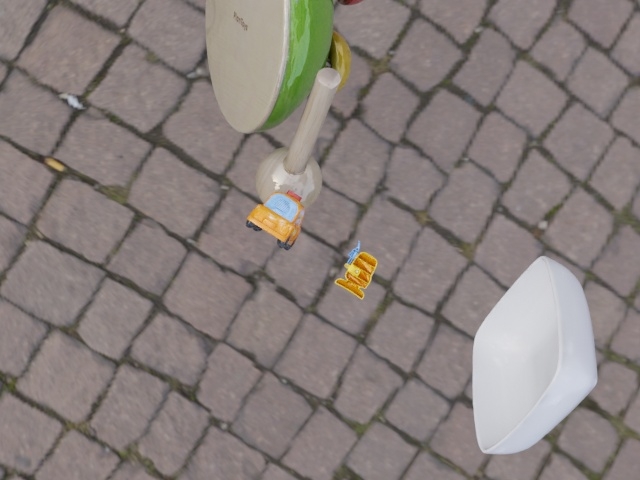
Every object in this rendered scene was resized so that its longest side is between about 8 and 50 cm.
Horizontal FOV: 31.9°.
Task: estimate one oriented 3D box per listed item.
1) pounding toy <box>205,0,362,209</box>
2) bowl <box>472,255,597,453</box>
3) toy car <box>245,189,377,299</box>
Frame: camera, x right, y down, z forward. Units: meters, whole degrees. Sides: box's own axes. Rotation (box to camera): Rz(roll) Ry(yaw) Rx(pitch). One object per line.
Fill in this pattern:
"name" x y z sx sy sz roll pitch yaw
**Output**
"pounding toy" -0.006 -0.156 0.886 0.110 0.183 0.236 -4 58 -24
"bowl" 0.183 0.102 0.944 0.053 0.142 0.142 18 45 -13
"toy car" 0.000 0.000 0.812 0.122 0.060 0.040 31 90 25
